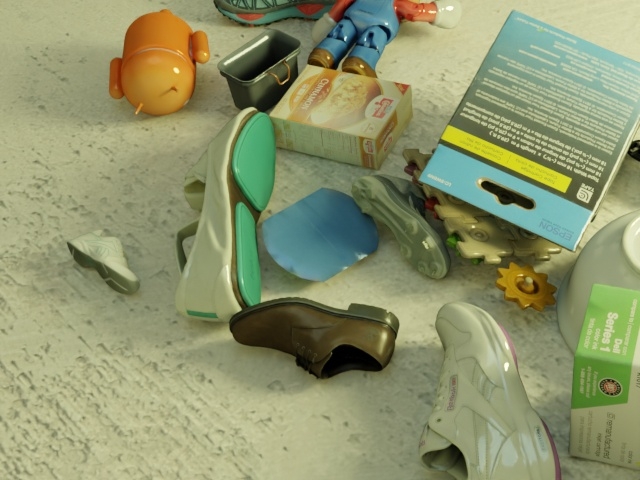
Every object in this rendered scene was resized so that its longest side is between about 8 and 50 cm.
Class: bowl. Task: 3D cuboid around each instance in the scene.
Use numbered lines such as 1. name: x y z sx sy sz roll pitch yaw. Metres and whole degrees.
1. bowl: 0.454 0.049 1.525 0.297 0.134 0.298 -5 44 5

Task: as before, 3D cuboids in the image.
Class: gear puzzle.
1. gear puzzle: 0.243 -0.015 1.676 0.175 0.044 0.339 -2 42 -22

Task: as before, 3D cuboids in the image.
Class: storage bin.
1. storage bin: -0.090 -0.270 1.969 0.098 0.091 0.135 31 58 34

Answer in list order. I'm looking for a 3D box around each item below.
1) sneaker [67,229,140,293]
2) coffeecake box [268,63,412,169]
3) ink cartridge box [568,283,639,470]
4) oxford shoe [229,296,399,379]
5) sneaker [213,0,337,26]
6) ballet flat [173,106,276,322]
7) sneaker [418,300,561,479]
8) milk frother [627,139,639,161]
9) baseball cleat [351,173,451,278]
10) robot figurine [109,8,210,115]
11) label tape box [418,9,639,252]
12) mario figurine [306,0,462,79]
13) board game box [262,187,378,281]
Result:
1. sneaker: -0.306 0.025 1.738 0.061 0.054 0.152 -36 49 -27
2. coffeecake box: 0.034 -0.198 1.891 0.185 0.068 0.142 15 49 22
3. ink cartridge box: 0.433 0.175 1.351 0.278 0.201 0.117 10 48 18
4. oxford shoe: -0.016 0.131 1.561 0.227 0.083 0.096 2 50 14
5. sneaker: -0.068 -0.467 2.138 0.261 0.125 0.104 -3 44 7
6. ballet flat: -0.149 -0.045 1.738 0.139 0.139 0.400 -3 47 7
7. sneaker: 0.176 0.193 1.439 0.152 0.114 0.305 -14 44 -5
8. milk frother: 0.516 -0.156 1.717 0.143 0.135 0.129 31 26 30
9. baseball cleat: 0.136 -0.032 1.705 0.109 0.072 0.206 -17 55 -40
10. robot figurine: -0.273 -0.296 2.005 0.158 0.128 0.219 8 42 -12
11. label tape box: 0.310 -0.141 1.703 0.240 0.106 0.334 26 66 12
12. mario figurine: 0.111 -0.369 2.044 0.198 0.170 0.320 36 65 -6
13. board game box: 0.000 0.000 1.721 0.168 0.033 0.133 -31 64 -26
